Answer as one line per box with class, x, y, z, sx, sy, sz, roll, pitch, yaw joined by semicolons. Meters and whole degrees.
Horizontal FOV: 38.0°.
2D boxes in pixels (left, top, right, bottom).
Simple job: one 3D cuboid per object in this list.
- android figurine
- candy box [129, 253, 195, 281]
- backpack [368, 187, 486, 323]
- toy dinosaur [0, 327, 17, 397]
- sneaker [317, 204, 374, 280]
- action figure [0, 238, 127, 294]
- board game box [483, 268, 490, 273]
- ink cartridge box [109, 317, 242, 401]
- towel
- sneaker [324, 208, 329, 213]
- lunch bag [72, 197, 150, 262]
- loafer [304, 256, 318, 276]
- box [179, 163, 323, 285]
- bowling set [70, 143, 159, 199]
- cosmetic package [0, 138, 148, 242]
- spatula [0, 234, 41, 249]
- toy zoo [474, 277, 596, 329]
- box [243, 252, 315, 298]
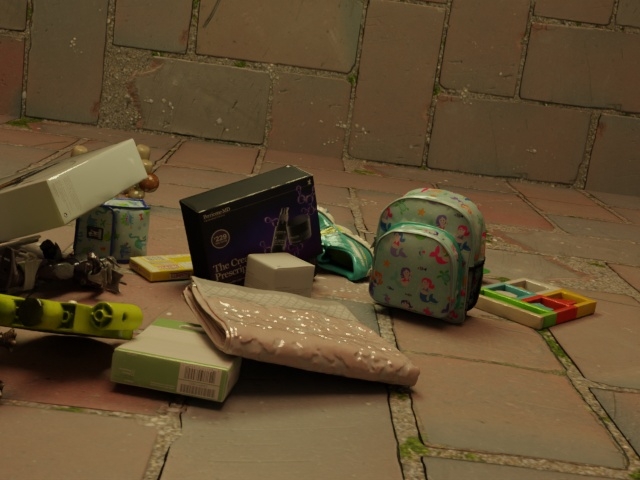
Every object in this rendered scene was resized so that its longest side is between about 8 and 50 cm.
android figurine;-0.392;0.116;1.418;0.248;0.056;0.273;2;-8;22
candy box;-0.287;0.054;1.958;0.206;0.027;0.105;-3;19;-37
backpack;0.214;0.026;1.873;0.225;0.253;0.191;14;15;23
toy dinosaur;-0.515;0.147;1.251;0.160;0.121;0.313;14;11;-37
sneaker;0.000;0.000;2.109;0.275;0.107;0.110;29;31;14
action figure;-0.482;0.051;1.721;0.185;0.099;0.285;4;5;35
board game box;0.275;0.056;2.252;0.124;0.039;0.259;-6;16;-43
ink cartridge box;-0.205;0.179;1.432;0.171;0.056;0.235;9;6;5
towel;-0.042;0.146;1.544;0.332;0.053;0.317;12;10;-24
sneaker;-0.086;-0.065;2.446;0.237;0.086;0.085;9;15;10
lunch bag;-0.444;-0.022;1.971;0.151;0.128;0.096;3;14;-23
loafer;-0.102;0.026;2.067;0.223;0.078;0.076;15;15;28
box;-0.137;-0.027;1.896;0.261;0.184;0.103;-21;25;-25
bowling set;-0.537;-0.149;2.498;0.200;0.154;0.287;39;27;31
cosmetic package;-0.572;-0.080;1.819;0.377;0.097;0.284;-12;14;26
spatula;-0.636;0.027;1.708;0.242;0.019;0.168;-13;0;-20
toy zoo;0.476;0.133;2.053;0.192;0.030;0.293;20;18;41
box;-0.083;0.079;1.841;0.102;0.087;0.101;-3;17;-38
